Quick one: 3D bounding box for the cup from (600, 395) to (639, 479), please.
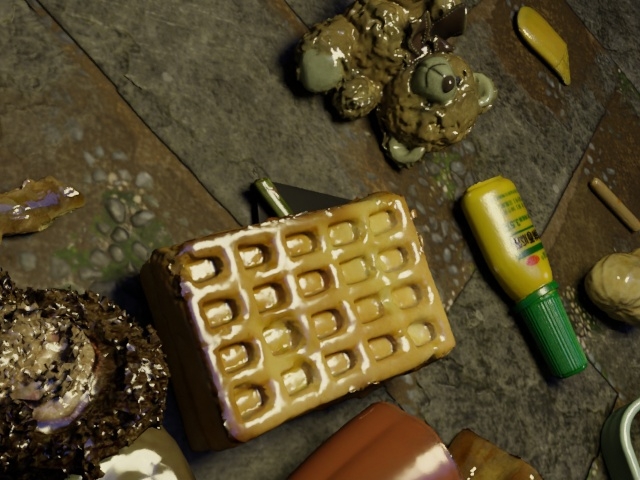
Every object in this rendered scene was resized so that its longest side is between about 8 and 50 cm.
[{"bbox_3d":[0.628,0.382,1.187,0.310,0.401,0.392,53,43,-53],"label":"cup"}]

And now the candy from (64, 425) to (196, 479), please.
[{"bbox_3d":[-0.213,0.243,0.682,0.234,0.102,0.104,-34,93,-40],"label":"candy"}]

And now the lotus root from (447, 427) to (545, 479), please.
[{"bbox_3d":[0.213,0.324,0.984,0.159,0.095,0.135,47,52,-4],"label":"lotus root"}]

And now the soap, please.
[{"bbox_3d":[0.422,-0.364,1.502,0.168,0.033,0.089,38,54,-19],"label":"soap"}]

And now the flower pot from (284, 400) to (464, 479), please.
[{"bbox_3d":[0.037,0.283,0.818,0.173,0.191,0.190,-23,84,-30],"label":"flower pot"}]

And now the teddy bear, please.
[{"bbox_3d":[0.119,-0.235,1.128,0.267,0.156,0.256,-39,96,-2],"label":"teddy bear"}]

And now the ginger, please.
[{"bbox_3d":[-0.299,-0.028,0.781,0.137,0.044,0.057,-14,123,-33],"label":"ginger"}]

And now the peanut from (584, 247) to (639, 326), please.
[{"bbox_3d":[0.537,0.073,1.337,0.275,0.111,0.125,-8,79,-40],"label":"peanut"}]

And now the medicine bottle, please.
[{"bbox_3d":[0.300,0.054,1.187,0.111,0.076,0.309,-19,83,-40],"label":"medicine bottle"}]

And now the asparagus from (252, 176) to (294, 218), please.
[{"bbox_3d":[0.001,0.024,0.981,0.248,0.025,0.024,51,4,-7],"label":"asparagus"}]

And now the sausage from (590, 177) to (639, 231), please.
[{"bbox_3d":[0.527,-0.064,1.450,0.132,0.024,0.024,42,50,-15],"label":"sausage"}]

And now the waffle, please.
[{"bbox_3d":[-0.014,0.078,0.887,0.328,0.098,0.224,-16,86,-36],"label":"waffle"}]

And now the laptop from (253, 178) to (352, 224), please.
[{"bbox_3d":[0.000,0.000,1.019,0.197,0.016,0.135,12,62,-36],"label":"laptop"}]

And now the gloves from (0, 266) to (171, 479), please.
[{"bbox_3d":[-0.278,0.098,0.670,0.312,0.135,0.210,28,29,1],"label":"gloves"}]
